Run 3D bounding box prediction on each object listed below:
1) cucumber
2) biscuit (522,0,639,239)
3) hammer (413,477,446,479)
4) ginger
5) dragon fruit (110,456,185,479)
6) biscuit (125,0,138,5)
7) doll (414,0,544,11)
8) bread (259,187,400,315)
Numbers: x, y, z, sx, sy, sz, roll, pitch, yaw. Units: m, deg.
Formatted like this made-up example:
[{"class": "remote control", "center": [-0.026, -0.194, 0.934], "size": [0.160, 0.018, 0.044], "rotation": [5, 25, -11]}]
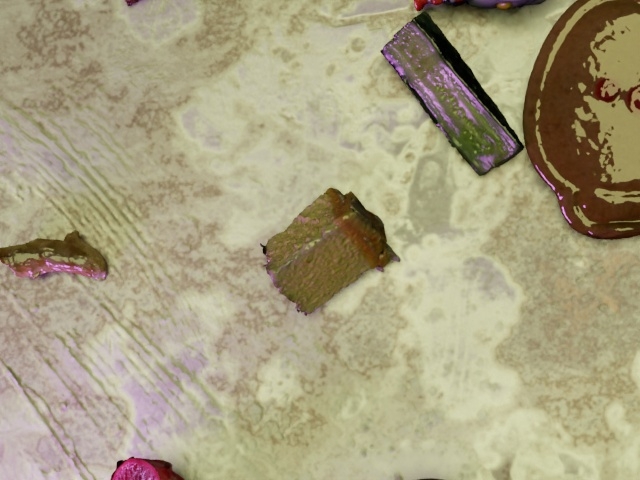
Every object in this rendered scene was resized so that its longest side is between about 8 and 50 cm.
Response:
[{"class": "cucumber", "center": [0.169, -0.181, 1.669], "size": [0.211, 0.062, 0.078], "rotation": [51, 125, 5]}, {"class": "biscuit", "center": [0.437, -0.156, 1.598], "size": [0.381, 0.074, 0.358], "rotation": [17, 97, 15]}, {"class": "hammer", "center": [0.042, 0.405, 1.583], "size": [0.306, 0.113, 0.201], "rotation": [-17, 80, 11]}, {"class": "ginger", "center": [-0.339, 0.021, 1.712], "size": [0.137, 0.044, 0.057], "rotation": [1, 53, 1]}, {"class": "dragon fruit", "center": [-0.186, 0.333, 1.631], "size": [0.153, 0.111, 0.153], "rotation": [-15, 69, 45]}, {"class": "biscuit", "center": [-0.256, -0.408, 1.760], "size": [0.064, 0.034, 0.199], "rotation": [-20, 81, 3]}, {"class": "doll", "center": [0.212, -0.312, 1.662], "size": [0.195, 0.104, 0.062], "rotation": [-6, 95, 12]}, {"class": "bread", "center": [0.000, 0.000, 1.622], "size": [0.147, 0.152, 0.127], "rotation": [-36, 72, 3]}]
